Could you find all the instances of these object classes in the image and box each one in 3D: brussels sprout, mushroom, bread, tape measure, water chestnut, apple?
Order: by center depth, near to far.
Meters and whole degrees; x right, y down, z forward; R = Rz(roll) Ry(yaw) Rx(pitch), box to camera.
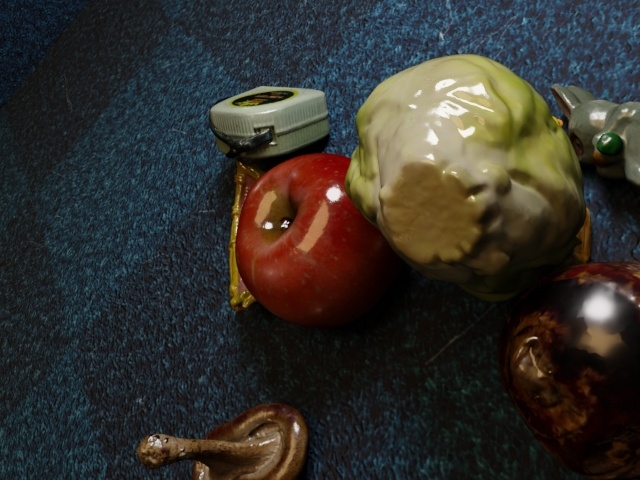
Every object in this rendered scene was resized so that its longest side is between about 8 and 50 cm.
[{"bbox_3d":[0.304,0.127,0.608,0.223,0.238,0.224,25,123,45],"label":"water chestnut"},{"bbox_3d":[0.156,-0.069,0.669,0.242,0.316,0.274,-36,63,30],"label":"brussels sprout"},{"bbox_3d":[0.306,-0.003,0.765,0.083,0.044,0.111,-1,68,38],"label":"bread"},{"bbox_3d":[-0.146,0.299,0.822,0.227,0.217,0.148,-36,49,16],"label":"mushroom"},{"bbox_3d":[0.000,0.000,0.877,0.260,0.216,0.261,-18,57,30],"label":"apple"},{"bbox_3d":[-0.119,-0.218,1.118,0.235,0.115,0.207,16,37,41],"label":"tape measure"}]

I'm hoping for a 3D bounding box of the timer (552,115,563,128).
[{"bbox_3d":[0.286,-0.111,0.794,0.107,0.109,0.107,-18,57,29],"label":"timer"}]

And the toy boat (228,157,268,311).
[{"bbox_3d":[-0.117,-0.009,1.055,0.140,0.099,0.318,-23,51,26],"label":"toy boat"}]

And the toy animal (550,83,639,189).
[{"bbox_3d":[0.386,-0.132,0.754,0.236,0.138,0.108,-124,37,-64],"label":"toy animal"}]
